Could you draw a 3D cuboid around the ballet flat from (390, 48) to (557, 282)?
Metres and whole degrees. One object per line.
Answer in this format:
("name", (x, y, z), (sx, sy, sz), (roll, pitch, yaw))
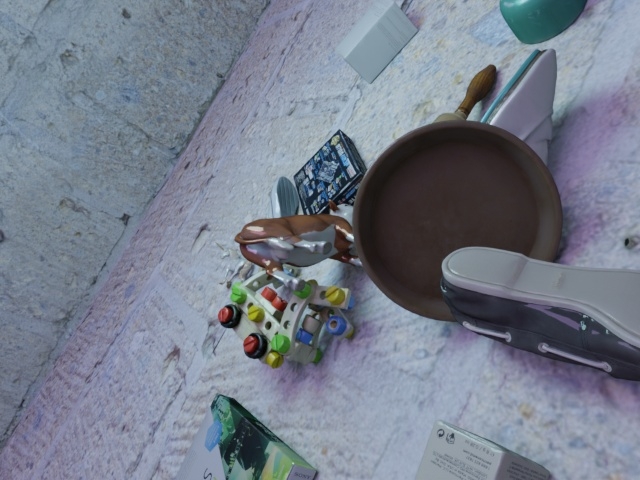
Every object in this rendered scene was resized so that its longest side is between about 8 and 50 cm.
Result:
("ballet flat", (0.251, -0.085, 0.700), (0.400, 0.139, 0.139), (-54, 33, 12))

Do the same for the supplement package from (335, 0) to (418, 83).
("supplement package", (0.143, -0.525, 1.210), (0.179, 0.105, 0.105), (-45, 35, 17))

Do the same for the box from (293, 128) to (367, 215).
("box", (0.023, -0.144, 1.095), (0.175, 0.051, 0.220), (-43, 35, 20))

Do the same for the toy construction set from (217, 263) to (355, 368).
("toy construction set", (-0.078, 0.122, 0.911), (0.215, 0.151, 0.327), (-56, 33, 2))

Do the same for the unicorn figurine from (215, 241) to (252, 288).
("unicorn figurine", (-0.236, 0.072, 1.256), (0.161, 0.060, 0.111), (5, 66, 36))

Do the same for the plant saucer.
("plant saucer", (0.183, -0.025, 0.646), (0.278, 0.278, 0.041), (-47, -5, 16))

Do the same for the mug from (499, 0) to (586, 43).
("mug", (0.387, -0.445, 0.832), (0.129, 0.097, 0.158), (-41, 37, 23))

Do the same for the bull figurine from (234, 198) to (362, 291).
("bull figurine", (0.000, 0.000, 0.856), (0.188, 0.310, 0.101), (28, 122, 45))

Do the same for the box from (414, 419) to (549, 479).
("box", (0.138, 0.347, 0.483), (0.094, 0.113, 0.275), (6, 66, 55))

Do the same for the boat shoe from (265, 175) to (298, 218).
("boat shoe", (-0.109, -0.066, 1.171), (0.075, 0.083, 0.227), (-32, 41, 31))

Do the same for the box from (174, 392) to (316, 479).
("box", (-0.160, 0.446, 0.834), (0.321, 0.058, 0.233), (8, 69, 54))

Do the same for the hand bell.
("hand bell", (0.263, -0.235, 0.842), (0.126, 0.126, 0.242), (9, 57, 55))

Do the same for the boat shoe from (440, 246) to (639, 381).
("boat shoe", (0.293, 0.090, 0.513), (0.335, 0.096, 0.112), (17, 44, 41))
